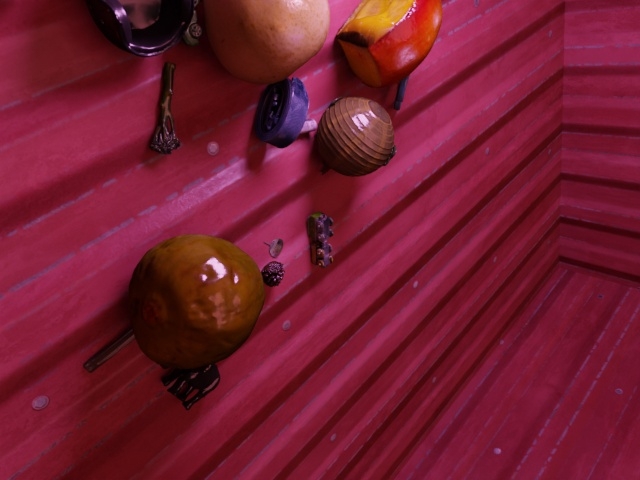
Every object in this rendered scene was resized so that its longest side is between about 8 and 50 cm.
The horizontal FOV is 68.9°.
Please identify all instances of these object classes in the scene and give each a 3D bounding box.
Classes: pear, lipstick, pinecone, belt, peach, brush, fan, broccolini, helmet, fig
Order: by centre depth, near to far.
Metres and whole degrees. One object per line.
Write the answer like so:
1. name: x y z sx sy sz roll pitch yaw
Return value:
1. helmet: -0.370 -0.485 0.940 0.189 0.193 0.216 -35 130 -22
2. pear: -0.130 -0.529 1.090 0.309 0.309 0.309 -17 116 -40
3. broccolini: -0.359 -0.313 1.110 0.067 0.058 0.216 4 101 -42
4. fig: -0.294 0.143 1.164 0.343 0.343 0.343 -17 116 -40
5. brush: -0.514 0.259 1.188 0.190 0.027 0.034 -40 125 -18
6. belt: -0.104 -0.354 1.285 0.082 0.141 0.190 15 91 -47
7. lipstick: -0.072 -0.336 1.395 0.141 0.040 0.040 -22 119 -37
8. peach: 0.222 -0.621 1.406 0.380 0.306 0.242 -55 127 -22
9. pinecone: -0.146 0.105 1.455 0.077 0.077 0.083 -33 129 -32
10. fan: -0.143 0.013 1.476 0.060 0.003 0.080 -46 131 -24

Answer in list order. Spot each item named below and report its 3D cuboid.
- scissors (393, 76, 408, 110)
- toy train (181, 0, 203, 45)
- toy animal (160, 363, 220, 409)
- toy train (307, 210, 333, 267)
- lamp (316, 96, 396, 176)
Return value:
1. scissors: 0.323 -0.679 1.627 0.192 0.029 0.447 67 38 -80
2. toy train: -0.314 -0.524 1.064 0.081 0.099 0.149 -7 116 -19
3. toy animal: -0.371 0.369 1.317 0.146 0.114 0.245 -40 150 -19
4. toy train: 0.000 0.000 1.561 0.060 0.081 0.202 -25 127 -36
5. lamp: 0.093 -0.299 1.443 0.250 0.250 0.284 6 140 -45
